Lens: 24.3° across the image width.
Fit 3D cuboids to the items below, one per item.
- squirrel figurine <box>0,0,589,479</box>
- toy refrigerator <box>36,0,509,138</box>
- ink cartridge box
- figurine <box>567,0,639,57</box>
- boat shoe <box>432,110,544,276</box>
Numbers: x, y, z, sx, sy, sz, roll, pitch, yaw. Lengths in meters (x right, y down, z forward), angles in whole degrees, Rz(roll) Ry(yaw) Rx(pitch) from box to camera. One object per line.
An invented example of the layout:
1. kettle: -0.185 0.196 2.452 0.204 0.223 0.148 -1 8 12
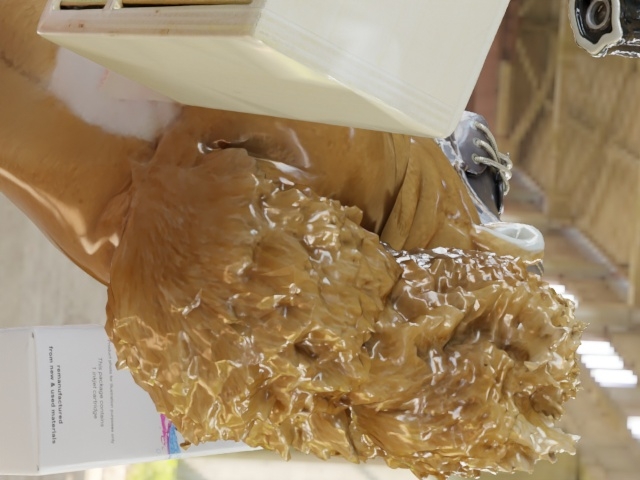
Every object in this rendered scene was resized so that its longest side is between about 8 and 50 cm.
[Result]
1. squirrel figurine: 0.000 0.000 0.954 0.370 0.281 0.397 42 24 -52
2. toy refrigerator: -0.031 -0.114 0.612 0.269 0.094 0.102 18 -95 64
3. ink cartridge box: -0.198 0.131 1.271 0.278 0.201 0.117 3 83 -50
4. figurine: 0.401 -0.253 1.520 0.215 0.209 0.092 -28 -114 46
5. boat shoe: 0.133 -0.081 1.578 0.355 0.130 0.132 50 -3 39
